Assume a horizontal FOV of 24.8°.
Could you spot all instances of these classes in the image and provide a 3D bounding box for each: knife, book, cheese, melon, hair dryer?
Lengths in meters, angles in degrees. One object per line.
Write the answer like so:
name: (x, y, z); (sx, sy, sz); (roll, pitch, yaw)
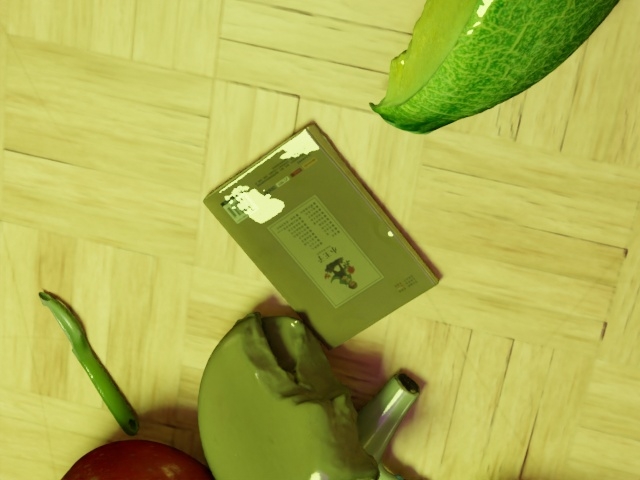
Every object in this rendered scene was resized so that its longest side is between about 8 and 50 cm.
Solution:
knife: (-0.236, 0.127, 1.498); (0.026, 0.022, 0.184); (-9, 118, 47)
book: (0.000, 0.000, 1.378); (0.138, 0.016, 0.198); (-33, 106, 26)
cheese: (-0.043, 0.170, 1.406); (0.175, 0.091, 0.202); (-24, 81, 37)
melon: (0.156, -0.192, 1.186); (0.124, 0.196, 0.323); (50, 132, 26)
hair dryer: (0.094, 0.222, 1.459); (0.199, 0.067, 0.167); (19, 115, -9)

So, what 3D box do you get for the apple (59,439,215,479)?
apple: (-0.192, 0.330, 1.459); (0.216, 0.260, 0.260); (33, 120, -11)
